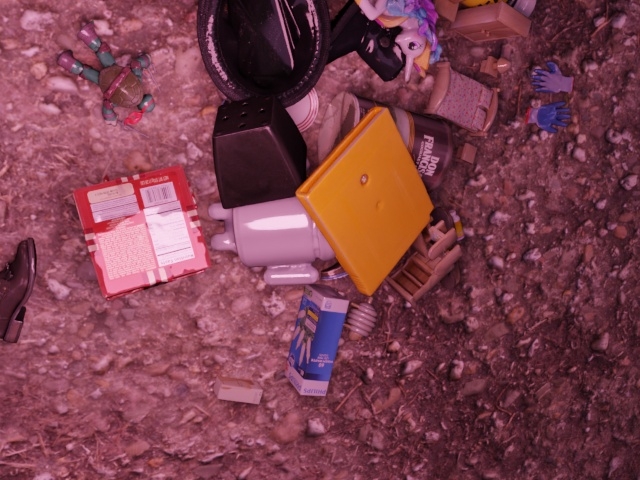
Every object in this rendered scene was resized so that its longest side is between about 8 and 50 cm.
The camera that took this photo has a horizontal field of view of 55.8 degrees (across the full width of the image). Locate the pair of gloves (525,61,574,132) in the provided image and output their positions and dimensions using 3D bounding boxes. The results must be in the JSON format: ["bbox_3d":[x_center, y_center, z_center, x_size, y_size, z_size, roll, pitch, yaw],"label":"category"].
[{"bbox_3d":[0.671,-0.415,1.760,0.159,0.023,0.198,0,103,-23],"label":"pair of gloves"}]

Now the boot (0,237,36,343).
[{"bbox_3d":[-0.729,0.100,1.261,0.228,0.091,0.263,15,99,-25],"label":"boot"}]

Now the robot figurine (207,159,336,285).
[{"bbox_3d":[-0.077,-0.045,1.406,0.353,0.200,0.300,-4,93,2],"label":"robot figurine"}]

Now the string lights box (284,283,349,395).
[{"bbox_3d":[-0.012,0.255,1.573,0.076,0.133,0.260,10,98,-25],"label":"string lights box"}]

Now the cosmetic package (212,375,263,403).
[{"bbox_3d":[-0.214,0.386,1.562,0.115,0.060,0.041,15,95,-26],"label":"cosmetic package"}]

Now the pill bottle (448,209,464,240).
[{"bbox_3d":[0.378,-0.043,1.714,0.043,0.043,0.083,-26,112,-15],"label":"pill bottle"}]

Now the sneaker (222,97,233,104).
[{"bbox_3d":[-0.149,-0.272,1.421,0.188,0.078,0.067,43,84,-25],"label":"sneaker"}]

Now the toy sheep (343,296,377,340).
[{"bbox_3d":[0.111,0.212,1.644,0.091,0.091,0.132,26,86,-26],"label":"toy sheep"}]

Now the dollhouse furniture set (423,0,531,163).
[{"bbox_3d":[0.372,-0.402,1.520,0.303,0.173,0.356,14,91,-34],"label":"dollhouse furniture set"}]

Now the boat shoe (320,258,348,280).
[{"bbox_3d":[0.076,0.050,1.604,0.183,0.066,0.066,-23,100,-18],"label":"boat shoe"}]

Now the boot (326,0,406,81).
[{"bbox_3d":[0.104,-0.458,1.472,0.207,0.094,0.247,41,79,-21],"label":"boot"}]

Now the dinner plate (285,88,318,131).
[{"bbox_3d":[-0.072,-0.331,1.473,0.141,0.017,0.141,-5,104,-21],"label":"dinner plate"}]

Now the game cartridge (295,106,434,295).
[{"bbox_3d":[0.114,-0.082,1.345,0.285,0.052,0.324,-49,130,-20],"label":"game cartridge"}]

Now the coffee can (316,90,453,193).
[{"bbox_3d":[0.156,-0.234,1.490,0.275,0.201,0.202,10,98,-24],"label":"coffee can"}]

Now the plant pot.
[{"bbox_3d":[-0.141,-0.202,1.301,0.187,0.188,0.167,-10,133,10],"label":"plant pot"}]

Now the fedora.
[{"bbox_3d":[-0.136,-0.461,1.339,0.333,0.152,0.334,-8,111,-21],"label":"fedora"}]

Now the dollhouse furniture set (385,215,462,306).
[{"bbox_3d":[0.241,0.033,1.589,0.161,0.212,0.242,-41,139,-9],"label":"dollhouse furniture set"}]

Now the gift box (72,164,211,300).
[{"bbox_3d":[-0.374,-0.031,1.295,0.254,0.258,0.277,-11,87,-18],"label":"gift box"}]

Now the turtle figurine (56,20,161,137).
[{"bbox_3d":[-0.423,-0.335,1.278,0.234,0.118,0.175,41,85,-20],"label":"turtle figurine"}]

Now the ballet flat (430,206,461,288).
[{"bbox_3d":[0.360,0.019,1.708,0.058,0.084,0.250,-27,114,-34],"label":"ballet flat"}]

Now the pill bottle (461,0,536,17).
[{"bbox_3d":[0.445,-0.642,1.558,0.208,0.119,0.119,15,96,-25],"label":"pill bottle"}]

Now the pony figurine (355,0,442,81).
[{"bbox_3d":[0.187,-0.586,1.339,0.363,0.302,0.351,33,83,-34],"label":"pony figurine"}]
